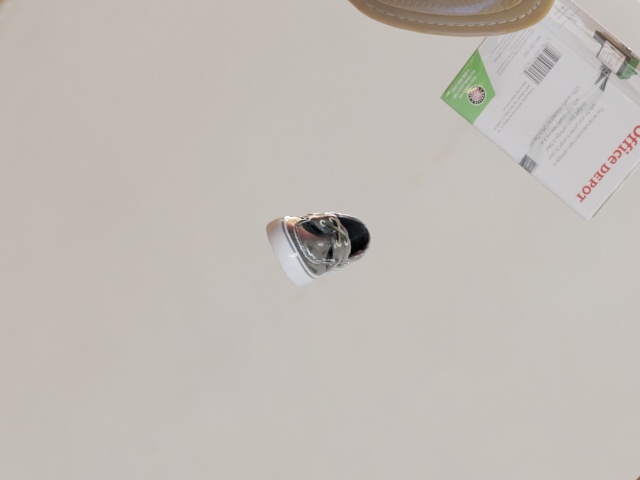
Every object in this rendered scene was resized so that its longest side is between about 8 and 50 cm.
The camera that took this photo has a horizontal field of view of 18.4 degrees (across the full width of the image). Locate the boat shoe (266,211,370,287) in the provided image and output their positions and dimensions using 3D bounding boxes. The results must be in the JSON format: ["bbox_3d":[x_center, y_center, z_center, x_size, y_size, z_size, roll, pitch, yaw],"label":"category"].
[{"bbox_3d":[0.000,0.000,1.315,0.040,0.049,0.142,-29,175,12],"label":"boat shoe"}]

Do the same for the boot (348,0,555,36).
[{"bbox_3d":[0.057,-0.227,1.133,0.220,0.283,0.109,-41,138,-38],"label":"boot"}]

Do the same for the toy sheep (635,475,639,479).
[{"bbox_3d":[0.330,0.250,1.739,0.091,0.132,0.091,-39,150,-28],"label":"toy sheep"}]

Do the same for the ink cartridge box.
[{"bbox_3d":[0.269,-0.155,2.167,0.160,0.219,0.092,-52,174,37],"label":"ink cartridge box"}]
